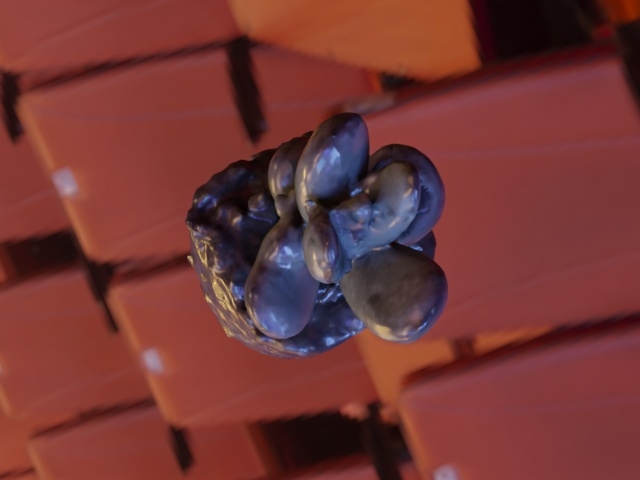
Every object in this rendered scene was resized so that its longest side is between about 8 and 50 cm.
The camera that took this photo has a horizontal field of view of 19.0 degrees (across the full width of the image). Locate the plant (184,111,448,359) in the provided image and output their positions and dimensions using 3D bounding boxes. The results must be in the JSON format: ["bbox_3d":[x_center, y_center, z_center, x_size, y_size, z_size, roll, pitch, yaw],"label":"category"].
[{"bbox_3d":[-0.002,-0.001,1.204,0.146,0.149,0.274,48,167,-5],"label":"plant"}]
